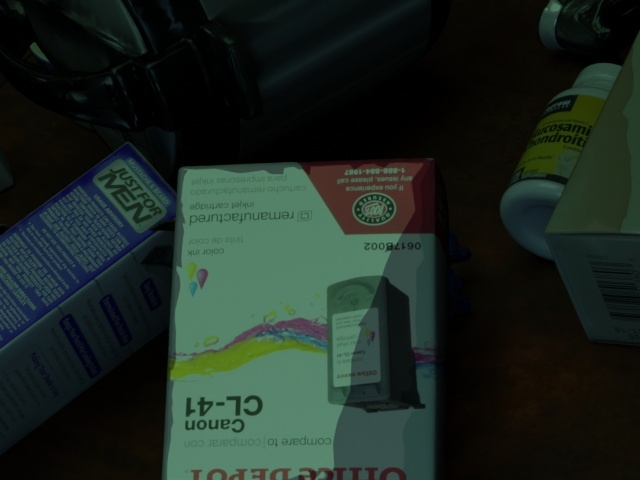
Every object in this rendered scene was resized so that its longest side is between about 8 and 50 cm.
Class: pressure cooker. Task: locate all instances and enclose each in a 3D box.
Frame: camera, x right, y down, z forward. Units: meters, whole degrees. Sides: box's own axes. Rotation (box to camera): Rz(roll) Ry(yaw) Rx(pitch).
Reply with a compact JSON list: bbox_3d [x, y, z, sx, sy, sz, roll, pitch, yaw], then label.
[{"bbox_3d":[-0.130,-0.258,1.867,0.420,0.375,0.370,-31,-8,-20],"label":"pressure cooker"}]

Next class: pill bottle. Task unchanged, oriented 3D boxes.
[{"bbox_3d":[0.242,-0.076,1.704,0.103,0.103,0.184,2,47,33],"label":"pill bottle"}]

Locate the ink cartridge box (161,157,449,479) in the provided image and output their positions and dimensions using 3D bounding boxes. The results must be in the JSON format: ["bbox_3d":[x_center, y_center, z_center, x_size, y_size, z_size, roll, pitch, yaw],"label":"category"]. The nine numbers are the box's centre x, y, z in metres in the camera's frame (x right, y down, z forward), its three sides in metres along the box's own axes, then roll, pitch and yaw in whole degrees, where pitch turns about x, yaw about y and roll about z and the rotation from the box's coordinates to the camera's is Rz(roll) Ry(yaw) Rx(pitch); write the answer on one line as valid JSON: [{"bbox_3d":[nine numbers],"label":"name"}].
[{"bbox_3d":[-0.008,0.095,1.518,0.226,0.131,0.306,-2,66,7],"label":"ink cartridge box"}]

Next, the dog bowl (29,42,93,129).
[{"bbox_3d":[-0.207,-0.253,2.176,0.265,0.104,0.265,-16,40,14],"label":"dog bowl"}]

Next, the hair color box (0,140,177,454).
[{"bbox_3d":[-0.270,0.076,1.759,0.339,0.185,0.110,-36,66,-12],"label":"hair color box"}]

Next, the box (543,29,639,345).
[{"bbox_3d":[0.319,-0.067,1.616,0.121,0.148,0.311,2,46,34],"label":"box"}]

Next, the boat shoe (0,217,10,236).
[{"bbox_3d":[-0.372,0.012,2.009,0.081,0.079,0.227,-29,42,-15],"label":"boat shoe"}]

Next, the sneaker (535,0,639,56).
[{"bbox_3d":[0.333,-0.266,1.890,0.234,0.078,0.106,-44,43,-13],"label":"sneaker"}]

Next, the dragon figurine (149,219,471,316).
[{"bbox_3d":[0.000,0.000,1.689,0.144,0.289,0.085,-50,19,40],"label":"dragon figurine"}]

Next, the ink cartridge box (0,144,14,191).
[{"bbox_3d":[-0.458,-0.119,2.105,0.139,0.191,0.082,-29,38,-1],"label":"ink cartridge box"}]
